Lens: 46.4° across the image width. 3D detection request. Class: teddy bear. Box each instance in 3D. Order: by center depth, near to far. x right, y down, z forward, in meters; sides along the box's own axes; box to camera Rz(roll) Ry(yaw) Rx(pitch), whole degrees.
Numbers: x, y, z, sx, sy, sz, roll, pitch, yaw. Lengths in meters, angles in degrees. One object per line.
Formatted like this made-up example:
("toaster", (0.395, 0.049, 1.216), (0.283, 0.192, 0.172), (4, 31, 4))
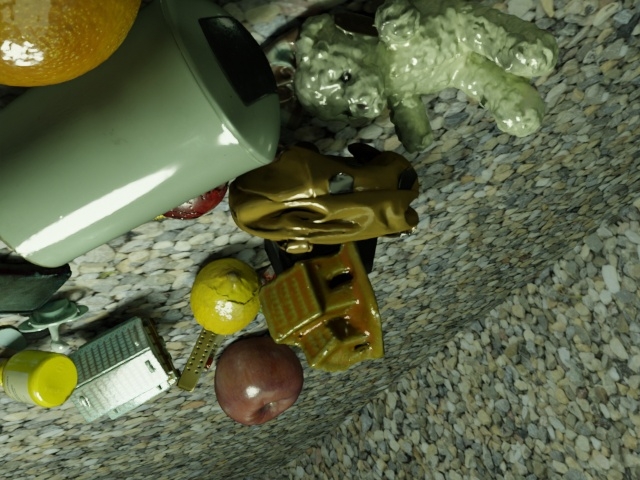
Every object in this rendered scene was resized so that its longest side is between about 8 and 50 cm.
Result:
("teddy bear", (0.127, -0.257, 1.254), (0.362, 0.375, 0.327), (-34, 147, -20))

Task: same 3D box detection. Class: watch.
("watch", (-0.291, 0.272, 1.922), (0.165, 0.102, 0.268), (108, 5, -68))

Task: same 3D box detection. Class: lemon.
("lemon", (-0.225, 0.136, 1.800), (0.180, 0.180, 0.193), (-8, 119, -35))

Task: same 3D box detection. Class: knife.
("knife", (-0.709, 0.207, 1.640), (0.063, 0.035, 0.260), (-35, 161, 0))

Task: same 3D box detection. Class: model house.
("model house", (0.003, 0.160, 1.620), (0.239, 0.268, 0.173), (-19, 172, -12))
("model house", (-0.472, 0.305, 1.805), (0.224, 0.198, 0.215), (-27, 175, 3))

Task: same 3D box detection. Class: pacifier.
("pacifier", (-0.574, 0.191, 1.627), (0.150, 0.117, 0.126), (-17, -167, -29))

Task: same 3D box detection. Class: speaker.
("speaker", (0.000, 0.000, 1.761), (0.232, 0.184, 0.254), (-21, 156, -13))

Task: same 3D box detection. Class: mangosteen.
("mangosteen", (-0.235, -0.120, 1.352), (0.166, 0.166, 0.180), (-41, 178, 26))

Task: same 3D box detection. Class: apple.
("apple", (-0.194, 0.427, 2.314), (0.305, 0.235, 0.306), (-24, 153, -13))

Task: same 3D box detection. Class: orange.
("orange", (-0.318, -0.297, 0.795), (0.274, 0.274, 0.274), (-22, 154, -11))

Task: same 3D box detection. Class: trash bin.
("trash bin", (-0.268, -0.164, 1.089), (0.432, 0.280, 0.280), (-28, 155, 10))

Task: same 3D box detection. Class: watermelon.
("watermelon", (-0.141, 0.127, 1.955), (0.158, 0.121, 0.098), (-29, 133, -5))

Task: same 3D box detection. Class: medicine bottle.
("medicine bottle", (-0.664, 0.308, 1.694), (0.212, 0.122, 0.122), (-1, 171, 33))

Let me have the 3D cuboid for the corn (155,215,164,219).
("corn", (-0.348, -0.067, 1.426), (0.203, 0.072, 0.072), (-14, 152, -23))

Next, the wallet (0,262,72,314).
("wallet", (-0.658, 0.093, 1.444), (0.172, 0.045, 0.318), (-40, 156, 29))

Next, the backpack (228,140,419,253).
("backpack", (-0.012, -0.088, 1.406), (0.353, 0.201, 0.378), (-4, -174, -40))
